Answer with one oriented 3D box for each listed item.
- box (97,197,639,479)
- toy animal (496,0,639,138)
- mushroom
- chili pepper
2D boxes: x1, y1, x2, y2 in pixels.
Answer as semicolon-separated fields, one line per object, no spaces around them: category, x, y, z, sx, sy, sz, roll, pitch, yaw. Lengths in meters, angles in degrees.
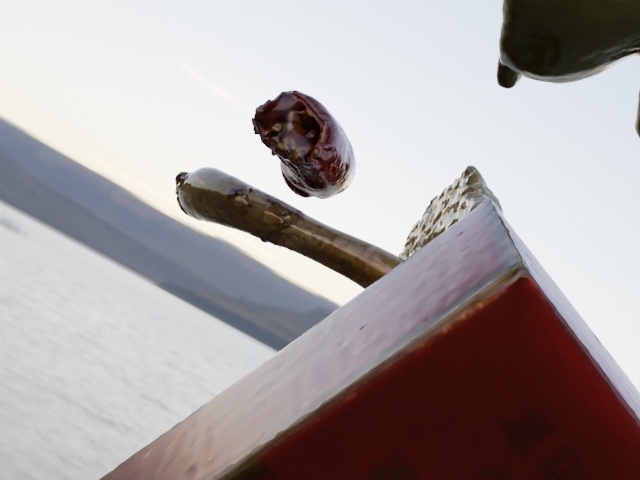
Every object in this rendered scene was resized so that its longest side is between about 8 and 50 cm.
box;0.004;0.158;0.396;0.197;0.313;0.089;51;11;-15
toy animal;0.303;-0.169;0.710;0.363;0.181;0.180;18;-18;0
mushroom;0.007;0.034;0.843;0.302;0.208;0.233;1;-1;1
chili pepper;-0.009;-0.076;0.802;0.073;0.070;0.123;7;-12;11
